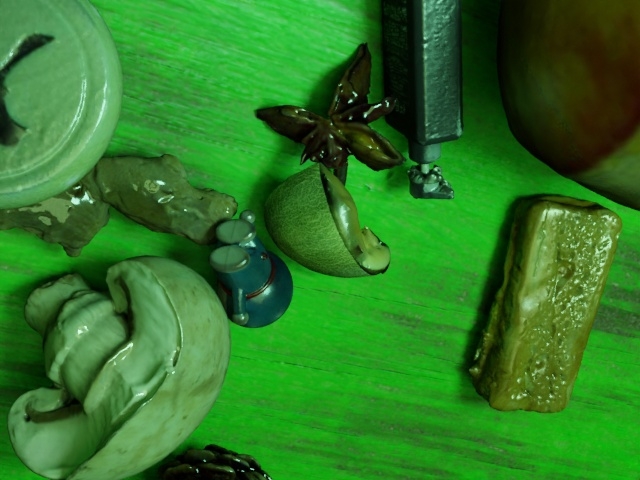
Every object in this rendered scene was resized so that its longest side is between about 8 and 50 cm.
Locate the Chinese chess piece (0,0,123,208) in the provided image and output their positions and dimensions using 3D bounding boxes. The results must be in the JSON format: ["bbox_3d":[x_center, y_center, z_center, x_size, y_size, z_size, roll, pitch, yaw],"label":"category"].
[{"bbox_3d":[-0.296,-0.145,0.936,0.238,0.092,0.237,0,93,-9],"label":"Chinese chess piece"}]

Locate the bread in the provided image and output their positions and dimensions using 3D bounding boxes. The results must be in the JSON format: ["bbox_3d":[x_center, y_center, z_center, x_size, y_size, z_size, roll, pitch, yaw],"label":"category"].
[{"bbox_3d":[0.266,0.078,1.253,0.139,0.077,0.270,5,108,-16],"label":"bread"}]

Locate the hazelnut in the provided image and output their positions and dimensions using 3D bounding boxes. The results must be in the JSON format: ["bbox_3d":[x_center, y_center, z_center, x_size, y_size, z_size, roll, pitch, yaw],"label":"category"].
[{"bbox_3d":[0.344,-0.201,1.034,0.366,0.366,0.365,-6,113,-15],"label":"hazelnut"}]

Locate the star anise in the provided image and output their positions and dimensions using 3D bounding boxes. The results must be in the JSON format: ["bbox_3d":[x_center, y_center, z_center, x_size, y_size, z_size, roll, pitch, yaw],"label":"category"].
[{"bbox_3d":[0.029,-0.100,1.112,0.141,0.158,0.144,-27,151,5],"label":"star anise"}]

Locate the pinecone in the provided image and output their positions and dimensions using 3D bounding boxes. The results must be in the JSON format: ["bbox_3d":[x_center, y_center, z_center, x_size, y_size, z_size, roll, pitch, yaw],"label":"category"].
[{"bbox_3d":[-0.122,0.337,1.164,0.184,0.204,0.179,32,118,-25],"label":"pinecone"}]

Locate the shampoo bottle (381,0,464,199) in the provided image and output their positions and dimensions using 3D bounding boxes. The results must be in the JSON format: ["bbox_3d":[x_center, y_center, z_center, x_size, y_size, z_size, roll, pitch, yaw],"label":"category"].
[{"bbox_3d":[0.105,-0.191,1.079,0.071,0.098,0.309,-11,115,-18],"label":"shampoo bottle"}]

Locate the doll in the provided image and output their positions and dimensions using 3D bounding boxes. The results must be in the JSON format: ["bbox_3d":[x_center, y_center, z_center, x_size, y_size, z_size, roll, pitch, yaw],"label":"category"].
[{"bbox_3d":[-0.077,0.040,1.108,0.086,0.114,0.152,4,152,15],"label":"doll"}]

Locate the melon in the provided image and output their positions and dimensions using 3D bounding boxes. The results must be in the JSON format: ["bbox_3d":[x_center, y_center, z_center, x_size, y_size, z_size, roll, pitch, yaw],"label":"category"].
[{"bbox_3d":[0.000,0.000,1.109,0.128,0.079,0.160,-11,142,28],"label":"melon"}]

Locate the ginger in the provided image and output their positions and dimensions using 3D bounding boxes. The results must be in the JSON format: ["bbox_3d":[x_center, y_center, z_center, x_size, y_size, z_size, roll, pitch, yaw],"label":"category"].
[{"bbox_3d":[-0.220,-0.036,1.044,0.290,0.084,0.122,2,104,-19],"label":"ginger"}]

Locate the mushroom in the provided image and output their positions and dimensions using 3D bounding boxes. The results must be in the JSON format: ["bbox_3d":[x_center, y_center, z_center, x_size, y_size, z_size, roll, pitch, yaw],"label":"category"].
[{"bbox_3d":[-0.202,0.131,1.084,0.253,0.195,0.189,-52,150,3],"label":"mushroom"}]
